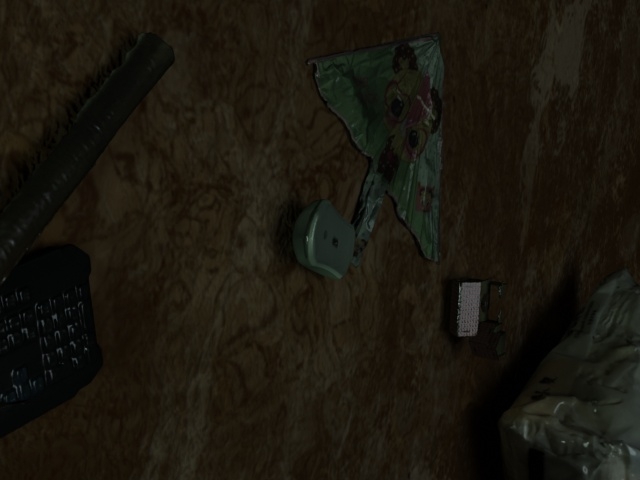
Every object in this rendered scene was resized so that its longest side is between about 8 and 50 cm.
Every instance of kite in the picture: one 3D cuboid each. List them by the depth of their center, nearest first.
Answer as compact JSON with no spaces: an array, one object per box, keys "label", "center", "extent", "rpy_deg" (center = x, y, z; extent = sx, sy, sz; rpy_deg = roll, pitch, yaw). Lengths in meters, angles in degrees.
[{"label":"kite","center":[0.074,-0.092,1.049],"extent":[0.323,0.013,0.268],"rpy_deg":[54,51,-46]}]

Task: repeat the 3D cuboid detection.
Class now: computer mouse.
[{"label":"computer mouse","center":[0.000,0.000,0.934],"extent":[0.110,0.032,0.056],"rpy_deg":[38,65,-65]}]

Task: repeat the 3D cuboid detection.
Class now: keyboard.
[{"label":"keyboard","center":[-0.219,0.081,0.621],"extent":[0.262,0.016,0.106],"rpy_deg":[-28,119,-52]}]

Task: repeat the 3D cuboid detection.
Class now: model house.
[{"label":"model house","center":[0.166,0.083,1.185],"extent":[0.058,0.057,0.083],"rpy_deg":[-8,104,-61]}]

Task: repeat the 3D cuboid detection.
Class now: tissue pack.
[{"label":"tissue pack","center":[0.354,0.275,1.390],"extent":[0.375,0.195,0.390],"rpy_deg":[-41,129,-55]}]

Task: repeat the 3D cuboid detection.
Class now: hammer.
[{"label":"hammer","center":[-0.164,-0.025,0.660],"extent":[0.125,0.027,0.297],"rpy_deg":[55,45,-34]}]
